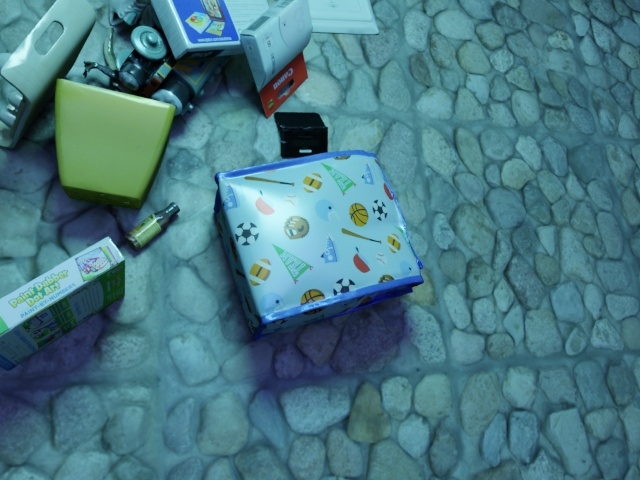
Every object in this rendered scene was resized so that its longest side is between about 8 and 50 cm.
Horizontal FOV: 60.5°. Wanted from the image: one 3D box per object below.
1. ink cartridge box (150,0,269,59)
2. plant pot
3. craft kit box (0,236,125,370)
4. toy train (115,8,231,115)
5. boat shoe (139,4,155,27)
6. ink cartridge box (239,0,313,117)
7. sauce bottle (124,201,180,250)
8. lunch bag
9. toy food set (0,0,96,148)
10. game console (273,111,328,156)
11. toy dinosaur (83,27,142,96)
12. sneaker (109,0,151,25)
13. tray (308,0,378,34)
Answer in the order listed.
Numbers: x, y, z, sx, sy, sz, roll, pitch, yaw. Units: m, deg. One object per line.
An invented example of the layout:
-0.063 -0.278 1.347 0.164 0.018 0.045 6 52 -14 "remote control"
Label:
-0.247 -0.557 1.195 0.303 0.072 0.307 -28 96 -48 "ink cartridge box"
-0.417 -0.172 1.092 0.212 0.212 0.187 10 81 -17 "plant pot"
-0.456 0.115 0.944 0.246 0.250 0.061 -33 84 -27 "craft kit box"
-0.310 -0.426 1.228 0.190 0.142 0.334 38 53 -23 "toy train"
-0.410 -0.512 1.301 0.035 0.035 0.100 -12 79 4 "boat shoe"
-0.083 -0.427 1.287 0.066 0.232 0.189 20 58 32 "ink cartridge box"
-0.350 -0.033 1.152 0.042 0.042 0.128 44 61 -2 "sauce bottle"
0.000 0.000 1.166 0.385 0.239 0.328 -16 76 -17 "lunch bag"
-0.546 -0.319 1.037 0.092 0.306 0.220 34 62 -26 "toy food set"
-0.049 -0.263 1.360 0.122 0.071 0.107 -5 104 -21 "game console"
-0.453 -0.349 1.211 0.118 0.064 0.268 -25 81 -41 "toy dinosaur"
-0.408 -0.527 1.220 0.080 0.212 0.094 19 80 -42 "sneaker"
0.031 -0.640 1.510 0.270 0.030 0.145 -7 74 -23 "tray"
